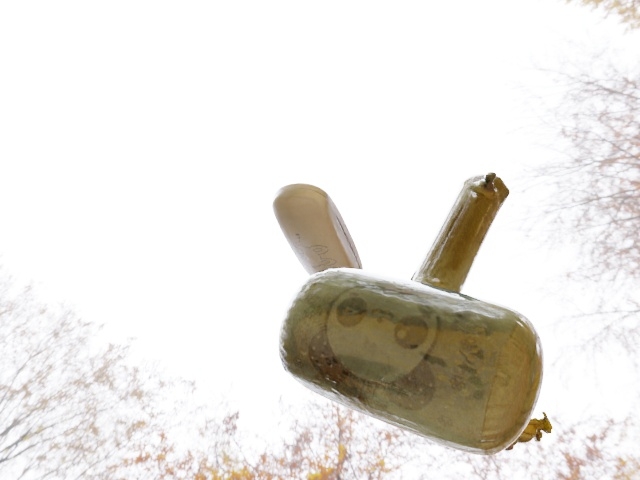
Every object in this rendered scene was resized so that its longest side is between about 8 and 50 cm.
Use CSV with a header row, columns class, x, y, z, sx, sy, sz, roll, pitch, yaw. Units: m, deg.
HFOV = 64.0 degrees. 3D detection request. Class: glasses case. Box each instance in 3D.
class,x,y,z,sx,sy,sz,roll,pitch,yaw
glasses case,0.000,0.000,0.795,0.092,0.059,0.233,-2,-38,21

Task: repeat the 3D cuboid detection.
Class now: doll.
class,x,y,z,sx,sy,sz,roll,pitch,yaw
doll,0.333,0.337,0.940,0.188,0.096,0.145,-4,-43,7

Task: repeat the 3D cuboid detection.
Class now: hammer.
class,x,y,z,sx,sy,sz,roll,pitch,yaw
hammer,0.112,0.026,0.456,0.305,0.202,0.113,-50,-38,-38
